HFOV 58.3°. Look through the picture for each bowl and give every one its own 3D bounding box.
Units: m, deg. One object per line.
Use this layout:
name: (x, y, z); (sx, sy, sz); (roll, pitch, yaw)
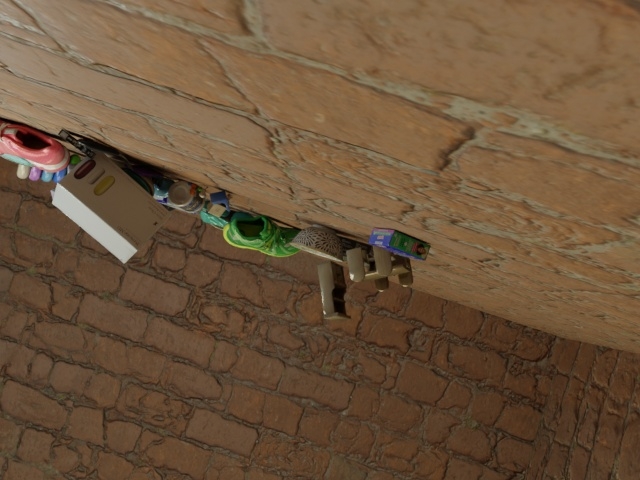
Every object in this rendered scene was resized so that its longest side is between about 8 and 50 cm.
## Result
bowl: (0.000, 0.000, 1.684); (0.170, 0.080, 0.170); (18, 176, 1)

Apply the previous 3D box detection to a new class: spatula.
spatula: (-0.520, -0.213, 1.491); (0.084, 0.030, 0.296); (27, 179, 23)

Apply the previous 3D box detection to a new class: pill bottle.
pill bottle: (-0.399, -0.129, 1.726); (0.078, 0.078, 0.137); (18, 176, 8)

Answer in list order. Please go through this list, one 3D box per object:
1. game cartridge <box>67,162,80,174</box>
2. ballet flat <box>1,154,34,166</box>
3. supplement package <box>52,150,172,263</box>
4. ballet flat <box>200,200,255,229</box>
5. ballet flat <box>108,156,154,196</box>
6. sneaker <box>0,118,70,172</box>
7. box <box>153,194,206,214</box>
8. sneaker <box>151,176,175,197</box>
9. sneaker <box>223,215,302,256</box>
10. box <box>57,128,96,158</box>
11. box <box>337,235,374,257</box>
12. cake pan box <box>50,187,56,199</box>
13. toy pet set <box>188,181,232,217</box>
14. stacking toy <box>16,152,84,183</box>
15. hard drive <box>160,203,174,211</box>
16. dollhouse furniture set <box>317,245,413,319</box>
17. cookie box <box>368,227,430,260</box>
game cartridge: (-0.703, -0.171, 1.832); (0.196, 0.060, 0.294); (2, 167, -23)
ballet flat: (-0.963, -0.318, 1.716); (0.316, 0.107, 0.106); (25, -166, -18)
supplement package: (-0.575, -0.088, 1.572); (0.262, 0.145, 0.204); (43, 152, -14)
ballet flat: (-0.324, -0.068, 2.072); (0.247, 0.083, 0.087); (21, 136, 8)
ballet flat: (-0.542, -0.187, 1.638); (0.248, 0.086, 0.086); (21, 177, 28)
sneaker: (-0.867, -0.295, 1.602); (0.314, 0.116, 0.136); (15, 163, -11)
box: (-0.470, -0.142, 1.897); (0.137, 0.072, 0.126); (22, 174, -33)
sneaker: (-0.511, -0.176, 1.725); (0.162, 0.063, 0.073); (17, 172, 14)
sneaker: (-0.179, -0.016, 1.955); (0.296, 0.109, 0.123); (6, 157, -21)
box: (-0.610, -0.241, 1.439); (0.083, 0.018, 0.067); (37, 173, -6)
box: (0.109, 0.040, 1.874); (0.270, 0.060, 0.216); (16, 175, 20)
cake pan box: (-0.803, -0.172, 2.103); (0.267, 0.070, 0.246); (17, -150, 22)
toy pet set: (-0.296, -0.128, 1.605); (0.122, 0.065, 0.114); (25, -153, -35)
stacking toy: (-0.825, -0.237, 1.926); (0.330, 0.141, 0.141); (14, 178, -30)
hard drive: (-0.679, -0.130, 2.190); (0.255, 0.054, 0.172); (-20, -155, -37)
dollhouse furniture set: (0.129, 0.123, 1.607); (0.242, 0.161, 0.212); (-14, 162, 21)
cookie box: (0.179, 0.008, 1.309); (0.107, 0.040, 0.092); (20, 176, -26)
